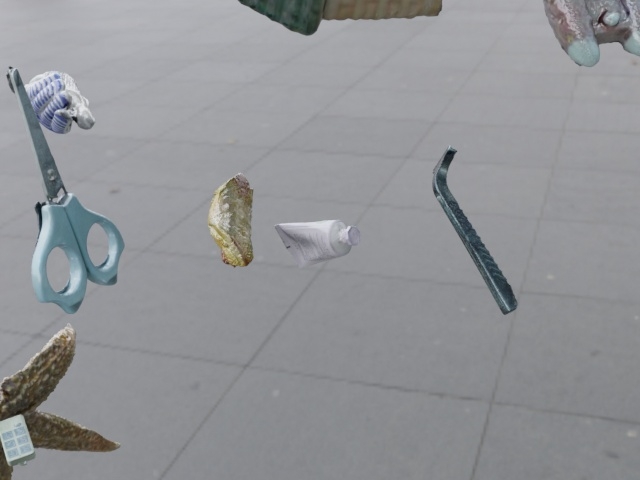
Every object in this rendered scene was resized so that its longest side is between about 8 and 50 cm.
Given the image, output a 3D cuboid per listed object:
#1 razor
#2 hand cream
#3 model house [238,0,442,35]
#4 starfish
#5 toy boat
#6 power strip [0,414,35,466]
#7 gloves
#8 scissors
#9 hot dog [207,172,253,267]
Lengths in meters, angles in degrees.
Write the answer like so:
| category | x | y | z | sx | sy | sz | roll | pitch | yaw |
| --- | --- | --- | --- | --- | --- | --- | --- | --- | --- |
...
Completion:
| category | x | y | z | sx | sy | sz | roll | pitch | yaw |
| --- | --- | --- | --- | --- | --- | --- | --- | --- | --- |
| razor | 0.163 | -0.006 | 0.990 | 0.033 | 0.190 | 0.066 | -20 | -15 | -16 |
| hand cream | 0.000 | 0.000 | 1.385 | 0.142 | 0.084 | 0.053 | -8 | 29 | 44 |
| model house | 0.004 | -0.586 | 1.395 | 0.399 | 0.446 | 0.395 | -13 | 47 | -28 |
| starfish | -0.545 | 0.302 | 1.511 | 0.398 | 0.384 | 0.132 | -38 | 49 | -23 |
| toy boat | 0.394 | -0.364 | 1.281 | 0.155 | 0.228 | 0.085 | -13 | -8 | -4 |
| power strip | -0.452 | 0.296 | 1.344 | 0.040 | 0.016 | 0.090 | -17 | 43 | -22 |
| gloves | -0.447 | -0.236 | 1.552 | 0.119 | 0.097 | 0.229 | 19 | 7 | -23 |
| scissors | -0.385 | -0.075 | 1.302 | 0.029 | 0.360 | 0.191 | -3 | 23 | 30 |
| hot dog | -0.137 | -0.026 | 1.350 | 0.061 | 0.078 | 0.169 | -25 | 49 | 27 |
